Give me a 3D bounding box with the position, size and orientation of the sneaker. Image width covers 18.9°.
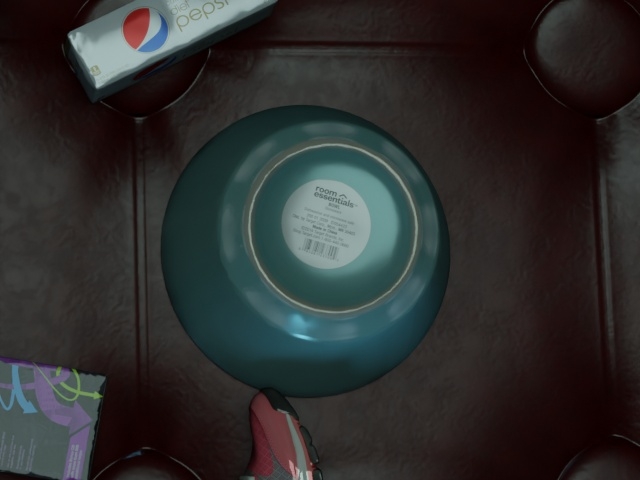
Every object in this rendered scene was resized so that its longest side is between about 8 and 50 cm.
[{"bbox_3d":[-0.063,0.305,1.918,0.136,0.116,0.313,-5,83,-9],"label":"sneaker"}]

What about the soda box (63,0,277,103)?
[{"bbox_3d":[-0.157,-0.224,1.999,0.216,0.074,0.069,-28,88,-13],"label":"soda box"}]

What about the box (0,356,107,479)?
[{"bbox_3d":[-0.304,0.178,1.937,0.162,0.029,0.116,10,80,-7],"label":"box"}]

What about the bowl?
[{"bbox_3d":[0.000,0.000,1.950,0.312,0.163,0.311,1,82,-10],"label":"bowl"}]
